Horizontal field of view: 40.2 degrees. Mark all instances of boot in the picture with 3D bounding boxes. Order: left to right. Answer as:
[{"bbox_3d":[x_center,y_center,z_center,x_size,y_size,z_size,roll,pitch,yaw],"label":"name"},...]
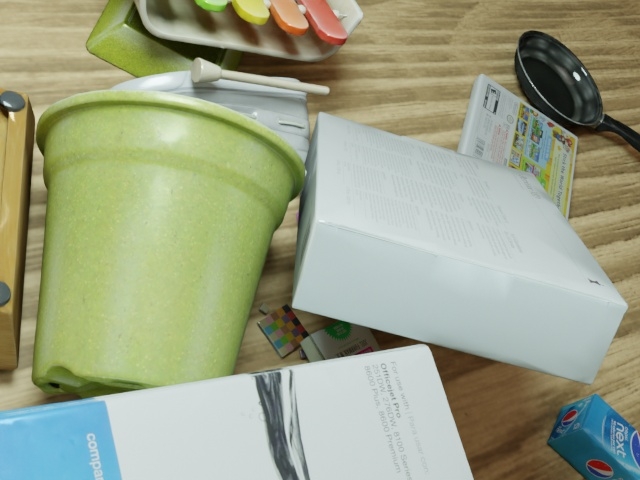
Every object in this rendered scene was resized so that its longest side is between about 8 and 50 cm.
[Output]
[{"bbox_3d":[-0.124,-0.131,1.060,0.258,0.095,0.123,-5,80,-27],"label":"boot"}]

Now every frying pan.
[{"bbox_3d":[0.456,-0.251,1.519,0.326,0.053,0.197,21,50,-27],"label":"frying pan"}]

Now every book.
[{"bbox_3d":[0.048,0.164,1.039,0.096,0.035,0.144,-21,75,-46],"label":"book"}]

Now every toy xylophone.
[{"bbox_3d":[-0.092,-0.283,1.082,0.323,0.081,0.236,-5,48,-37],"label":"toy xylophone"}]

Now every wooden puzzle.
[{"bbox_3d":[-0.043,0.107,1.031,0.049,0.006,0.083,-31,83,-40],"label":"wooden puzzle"}]

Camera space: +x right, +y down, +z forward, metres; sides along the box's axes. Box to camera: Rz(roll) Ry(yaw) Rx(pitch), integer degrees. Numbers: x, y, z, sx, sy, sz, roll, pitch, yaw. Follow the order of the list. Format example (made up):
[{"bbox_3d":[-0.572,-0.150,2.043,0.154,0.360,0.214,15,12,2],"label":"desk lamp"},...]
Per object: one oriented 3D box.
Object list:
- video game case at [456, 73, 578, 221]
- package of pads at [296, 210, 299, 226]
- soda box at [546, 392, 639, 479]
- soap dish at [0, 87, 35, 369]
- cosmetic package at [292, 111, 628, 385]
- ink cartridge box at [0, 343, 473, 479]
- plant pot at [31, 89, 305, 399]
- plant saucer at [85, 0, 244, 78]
[{"bbox_3d":[0.312,-0.133,1.380,0.206,0.026,0.227,30,51,-14],"label":"video game case"},{"bbox_3d":[0.000,0.000,1.103,0.050,0.032,0.083,7,61,-31],"label":"package of pads"},{"bbox_3d":[0.406,0.302,1.155,0.210,0.071,0.067,42,50,-4],"label":"soda box"},{"bbox_3d":[-0.388,-0.032,0.824,0.229,0.118,0.290,10,60,-28],"label":"soap dish"},{"bbox_3d":[0.121,-0.013,0.923,0.284,0.097,0.377,14,22,-5],"label":"cosmetic package"},{"bbox_3d":[-0.108,0.227,0.739,0.395,0.285,0.166,-4,68,-34],"label":"ink cartridge box"},{"bbox_3d":[-0.166,0.032,0.856,0.276,0.276,0.253,17,68,-23],"label":"plant pot"},{"bbox_3d":[-0.184,-0.280,1.142,0.188,0.045,0.188,26,53,-16],"label":"plant saucer"}]
